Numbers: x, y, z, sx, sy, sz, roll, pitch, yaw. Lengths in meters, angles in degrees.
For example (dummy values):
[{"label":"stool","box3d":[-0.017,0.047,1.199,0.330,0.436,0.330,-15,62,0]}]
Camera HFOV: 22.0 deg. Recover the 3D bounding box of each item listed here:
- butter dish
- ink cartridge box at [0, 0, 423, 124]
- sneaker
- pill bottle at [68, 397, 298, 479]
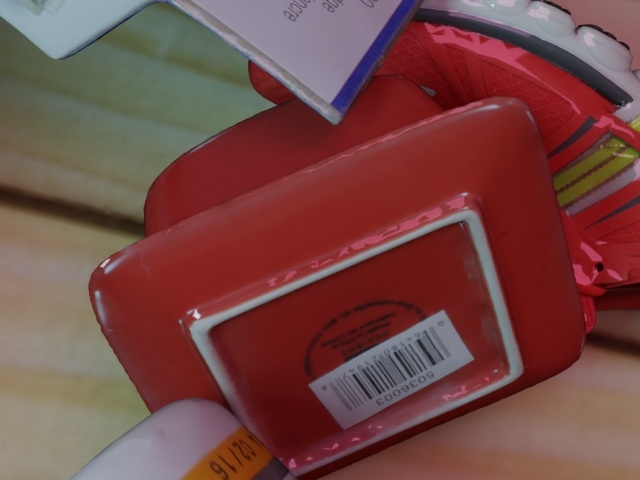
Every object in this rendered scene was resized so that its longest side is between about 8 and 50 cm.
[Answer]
[{"label":"butter dish","box3d":[0.000,0.000,0.608,0.160,0.160,0.118,-24,47,-1]},{"label":"ink cartridge box","box3d":[-0.078,-0.198,0.651,0.307,0.072,0.304,41,38,-7]},{"label":"sneaker","box3d":[0.095,-0.020,0.674,0.279,0.107,0.118,21,76,-3]},{"label":"pill bottle","box3d":[0.000,0.197,0.512,0.278,0.162,0.162,45,62,5]}]
